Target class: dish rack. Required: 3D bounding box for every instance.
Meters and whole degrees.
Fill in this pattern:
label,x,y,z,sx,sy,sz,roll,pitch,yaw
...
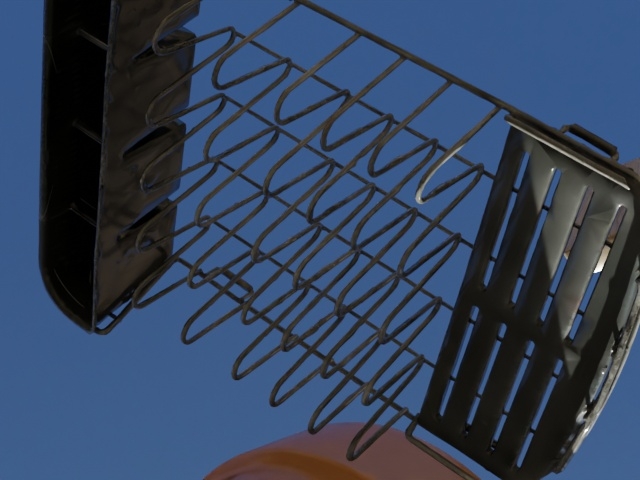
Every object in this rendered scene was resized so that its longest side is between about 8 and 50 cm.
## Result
label,x,y,z,sx,sy,sz,roll,pitch,yaw
dish rack,0.000,0.000,0.562,0.272,0.208,0.074,31,-135,22

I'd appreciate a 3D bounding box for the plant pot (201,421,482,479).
label,x,y,z,sx,sy,sz,roll,pitch,yaw
plant pot,-0.037,0.248,0.644,0.204,0.291,0.290,-5,-105,-42

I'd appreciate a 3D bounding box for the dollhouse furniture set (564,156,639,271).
label,x,y,z,sx,sy,sz,roll,pitch,yaw
dollhouse furniture set,0.239,-0.080,0.956,0.123,0.151,0.144,56,-143,-18
